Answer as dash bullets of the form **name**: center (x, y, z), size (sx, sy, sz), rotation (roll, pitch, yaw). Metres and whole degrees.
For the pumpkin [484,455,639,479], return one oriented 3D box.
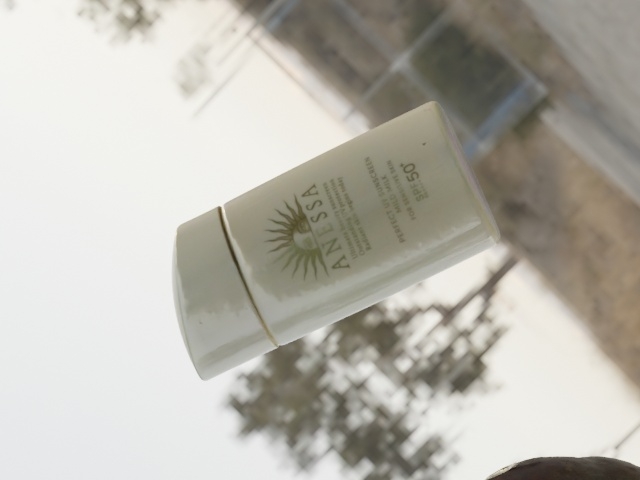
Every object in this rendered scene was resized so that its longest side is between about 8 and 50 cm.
- **pumpkin**: center (0.209, 0.212, 1.528), size (0.130, 0.149, 0.254), rotation (50, -154, -2)

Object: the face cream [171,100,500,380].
- **face cream**: center (0.000, 0.000, 1.994), size (0.174, 0.348, 0.081), rotation (68, -170, 19)
